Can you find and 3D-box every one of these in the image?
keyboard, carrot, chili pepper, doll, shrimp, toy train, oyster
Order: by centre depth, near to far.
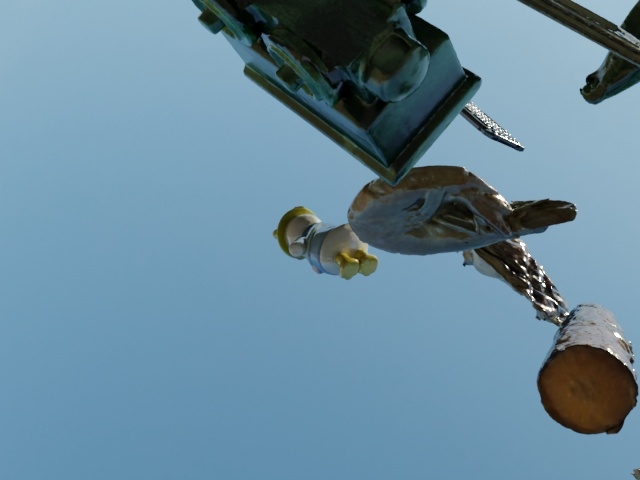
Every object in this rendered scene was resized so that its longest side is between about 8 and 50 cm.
[{"bbox_3d":[0.002,-0.193,0.650,0.145,0.202,0.266,-49,-119,0],"label":"toy train"},{"bbox_3d":[0.302,0.118,0.805,0.101,0.102,0.263,-10,-170,23],"label":"carrot"},{"bbox_3d":[0.195,-0.046,0.994,0.317,0.168,0.077,-6,-127,6],"label":"shrimp"},{"bbox_3d":[0.459,-0.280,1.019,0.216,0.062,0.108,-42,-123,24],"label":"chili pepper"},{"bbox_3d":[0.001,0.001,1.234,0.135,0.099,0.241,-42,-150,-19],"label":"doll"},{"bbox_3d":[0.258,-0.233,1.259,0.016,0.106,0.262,-60,-143,22],"label":"keyboard"},{"bbox_3d":[0.379,0.065,1.384,0.100,0.271,0.275,-41,-163,-5],"label":"oyster"}]

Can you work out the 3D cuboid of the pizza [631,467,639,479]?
[{"bbox_3d":[0.368,0.197,0.650,0.178,0.041,0.131,10,-100,65],"label":"pizza"}]

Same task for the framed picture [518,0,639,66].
[{"bbox_3d":[0.188,-0.228,0.649,0.017,0.274,0.217,-60,-170,27],"label":"framed picture"}]
